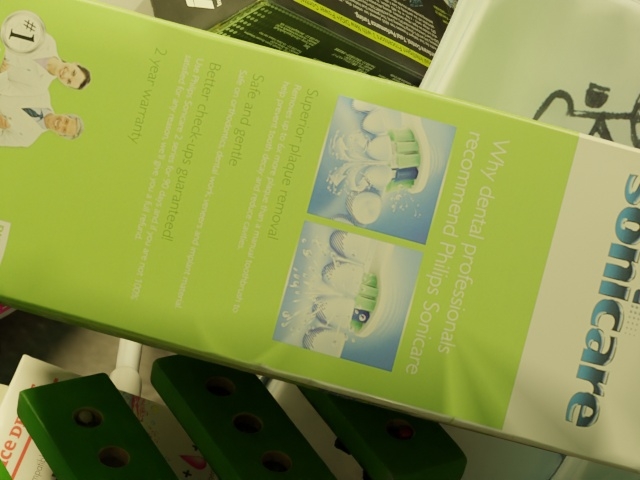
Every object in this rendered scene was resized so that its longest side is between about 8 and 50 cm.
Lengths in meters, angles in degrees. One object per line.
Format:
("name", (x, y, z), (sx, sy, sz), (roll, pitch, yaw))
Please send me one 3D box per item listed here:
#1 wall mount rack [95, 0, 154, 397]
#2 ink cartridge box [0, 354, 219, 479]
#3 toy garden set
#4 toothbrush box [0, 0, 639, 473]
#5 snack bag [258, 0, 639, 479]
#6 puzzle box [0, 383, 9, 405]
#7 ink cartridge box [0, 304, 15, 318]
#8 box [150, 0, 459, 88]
("wall mount rack", (-0.116, -0.087, 0.932), (0.350, 0.130, 0.304), (50, 61, -26))
("ink cartridge box", (-0.113, 0.125, 0.824), (0.181, 0.061, 0.104), (20, 46, -2))
("toy garden set", (-0.041, 0.135, 0.751), (0.244, 0.049, 0.204), (-11, 41, -32))
("toothbrush box", (0.000, 0.000, 0.723), (0.283, 0.206, 0.122), (14, 86, 0))
("snack bag", (0.165, 0.045, 0.872), (0.342, 0.323, 0.037), (24, 26, -6))
("puzzle box", (-0.184, 0.237, 0.779), (0.272, 0.052, 0.409), (17, 47, -6))
("ink cartridge box", (-0.282, 0.010, 0.868), (0.186, 0.065, 0.311), (29, 26, 15))
("box", (-0.003, -0.164, 0.891), (0.270, 0.060, 0.216), (16, 54, -56))
